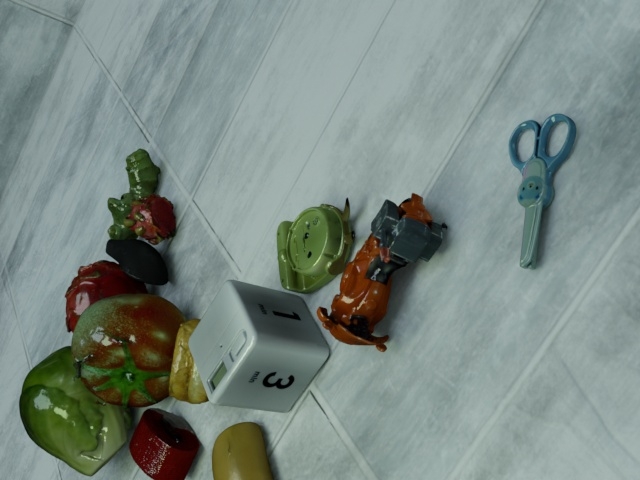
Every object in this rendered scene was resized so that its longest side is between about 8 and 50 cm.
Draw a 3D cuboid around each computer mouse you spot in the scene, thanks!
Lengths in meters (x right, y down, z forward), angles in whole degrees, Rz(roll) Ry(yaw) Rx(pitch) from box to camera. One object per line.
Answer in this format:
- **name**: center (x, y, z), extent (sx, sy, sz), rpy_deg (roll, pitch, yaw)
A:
- **computer mouse**: center (-0.504, 0.046, 2.228), extent (0.264, 0.147, 0.088), rpy_deg (27, 97, 51)

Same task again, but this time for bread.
- **bread**: center (-0.172, 0.493, 1.679), extent (0.147, 0.098, 0.217), rpy_deg (-48, 45, 25)
- **bread**: center (-0.279, 0.276, 1.826), extent (0.236, 0.120, 0.198), rpy_deg (127, 152, -74)

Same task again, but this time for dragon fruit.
- **dragon fruit**: center (-0.602, 0.180, 2.230), extent (0.241, 0.241, 0.252), rpy_deg (-27, 32, 44)
- **dragon fruit**: center (-0.488, -0.064, 2.263), extent (0.207, 0.150, 0.133), rpy_deg (19, 134, 58)

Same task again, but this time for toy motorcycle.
- **toy motorcycle**: center (0.100, 0.072, 1.459), extent (0.326, 0.147, 0.221), rpy_deg (-59, 17, 28)

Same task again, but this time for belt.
- **belt**: center (-0.383, 0.503, 1.916), extent (0.201, 0.128, 0.124), rpy_deg (34, 103, 50)

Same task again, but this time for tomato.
- **tomato**: center (-0.482, 0.273, 2.030), extent (0.303, 0.303, 0.239), rpy_deg (-52, 25, 26)

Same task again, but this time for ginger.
- **ginger**: center (-0.563, -0.129, 2.375), extent (0.089, 0.137, 0.290), rpy_deg (19, 85, 60)

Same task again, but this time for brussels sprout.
- **brussels sprout**: center (-0.661, 0.461, 2.154), extent (0.355, 0.281, 0.289), rpy_deg (51, 141, 17)

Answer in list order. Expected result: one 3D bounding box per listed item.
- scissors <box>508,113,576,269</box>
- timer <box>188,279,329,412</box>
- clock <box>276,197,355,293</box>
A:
- **scissors**: center (0.348, -0.079, 1.285), extent (0.125, 0.030, 0.256), rpy_deg (-6, 70, 52)
- **timer**: center (-0.131, 0.222, 1.646), extent (0.192, 0.195, 0.194), rpy_deg (-56, 41, 22)
- **clock**: center (0.000, 0.000, 1.664), extent (0.232, 0.069, 0.170), rpy_deg (-33, 53, 41)
